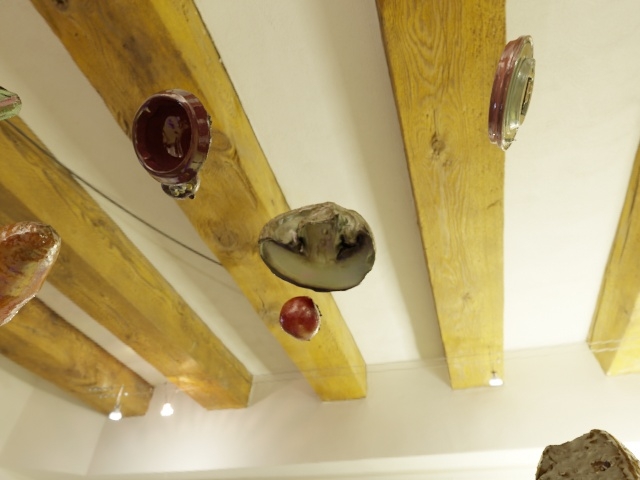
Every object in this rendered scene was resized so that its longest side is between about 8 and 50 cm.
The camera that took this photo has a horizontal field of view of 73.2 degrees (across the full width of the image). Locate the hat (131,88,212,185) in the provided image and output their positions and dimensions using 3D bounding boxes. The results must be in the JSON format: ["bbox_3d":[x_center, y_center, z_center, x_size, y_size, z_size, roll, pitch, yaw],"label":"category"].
[{"bbox_3d":[-0.296,-0.210,0.888,0.206,0.205,0.089,-24,-5,26],"label":"hat"}]

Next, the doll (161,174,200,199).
[{"bbox_3d":[-0.500,-0.212,1.464,0.188,0.096,0.145,30,-59,-20],"label":"doll"}]

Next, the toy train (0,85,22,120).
[{"bbox_3d":[-0.458,-0.175,0.553,0.071,0.147,0.038,27,-67,-15],"label":"toy train"}]

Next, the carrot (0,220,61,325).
[{"bbox_3d":[-0.577,0.038,0.800,0.225,0.159,0.159,-38,-54,13],"label":"carrot"}]

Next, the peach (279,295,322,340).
[{"bbox_3d":[-0.044,0.162,0.913,0.098,0.098,0.061,-6,-17,9],"label":"peach"}]

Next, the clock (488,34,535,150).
[{"bbox_3d":[0.428,-0.319,0.948,0.056,0.244,0.244,14,-36,31],"label":"clock"}]

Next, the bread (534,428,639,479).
[{"bbox_3d":[0.196,0.275,0.232,0.113,0.165,0.417,-38,-12,24],"label":"bread"}]

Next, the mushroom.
[{"bbox_3d":[0.005,0.006,1.016,0.267,0.164,0.189,-13,-63,20],"label":"mushroom"}]
